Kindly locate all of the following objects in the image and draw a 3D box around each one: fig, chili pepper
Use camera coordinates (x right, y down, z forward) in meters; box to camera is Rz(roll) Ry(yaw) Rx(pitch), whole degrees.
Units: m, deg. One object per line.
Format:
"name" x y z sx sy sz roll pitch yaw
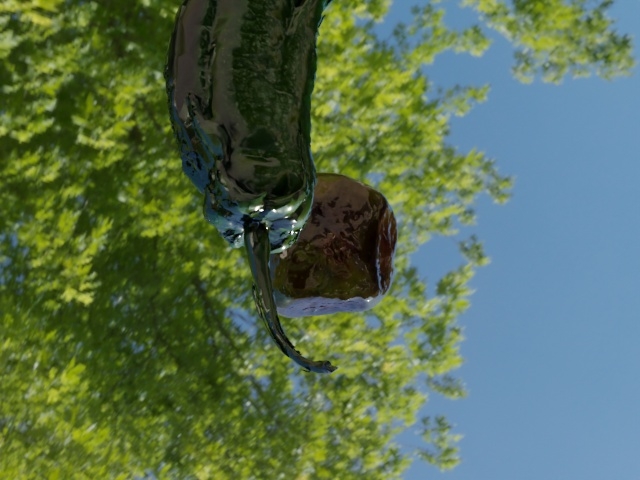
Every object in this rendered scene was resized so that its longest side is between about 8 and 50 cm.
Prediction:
"fig" 0.000 0.000 0.962 0.144 0.154 0.165 18 -161 -30
"chili pepper" -0.011 -0.078 0.460 0.122 0.065 0.278 19 -113 2
